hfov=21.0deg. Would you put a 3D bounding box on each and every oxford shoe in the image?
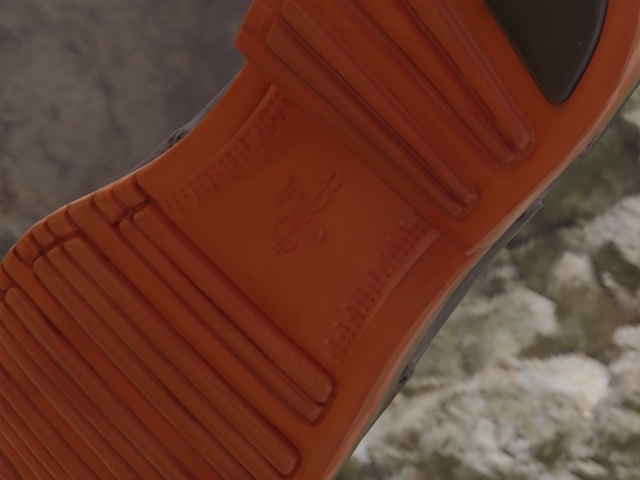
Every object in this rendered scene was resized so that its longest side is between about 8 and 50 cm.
[{"bbox_3d":[0.000,0.000,0.575,0.363,0.130,0.133,-44,-6,35],"label":"oxford shoe"}]
